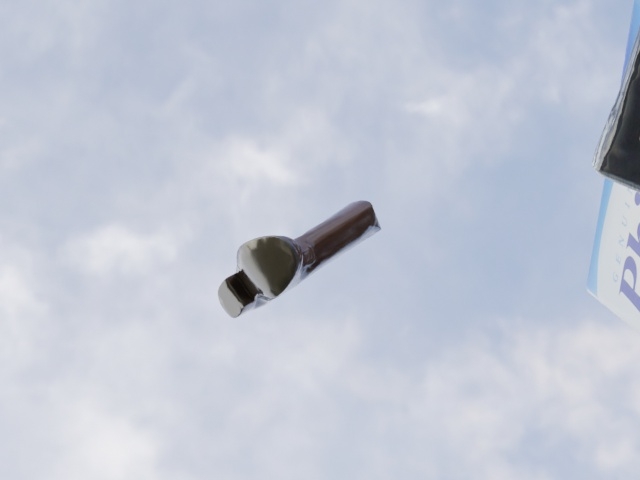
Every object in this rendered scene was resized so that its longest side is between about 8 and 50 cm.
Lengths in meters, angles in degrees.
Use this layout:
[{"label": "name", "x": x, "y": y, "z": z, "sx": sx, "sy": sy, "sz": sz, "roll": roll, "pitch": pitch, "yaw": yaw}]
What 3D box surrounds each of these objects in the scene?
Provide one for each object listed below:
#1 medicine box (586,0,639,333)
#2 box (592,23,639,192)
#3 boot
[{"label": "medicine box", "x": 0.350, "y": -0.029, "z": 1.235, "sx": 0.149, "sy": 0.289, "sz": 0.263, "roll": -2, "pitch": -69, "yaw": -21}, {"label": "box", "x": 0.303, "y": -0.120, "z": 0.616, "sx": 0.296, "sy": 0.183, "sz": 0.294, "roll": 26, "pitch": -64, "yaw": 25}, {"label": "boot", "x": 0.000, "y": 0.000, "z": 0.983, "sx": 0.114, "sy": 0.106, "sz": 0.037, "roll": -28, "pitch": -93, "yaw": -30}]
